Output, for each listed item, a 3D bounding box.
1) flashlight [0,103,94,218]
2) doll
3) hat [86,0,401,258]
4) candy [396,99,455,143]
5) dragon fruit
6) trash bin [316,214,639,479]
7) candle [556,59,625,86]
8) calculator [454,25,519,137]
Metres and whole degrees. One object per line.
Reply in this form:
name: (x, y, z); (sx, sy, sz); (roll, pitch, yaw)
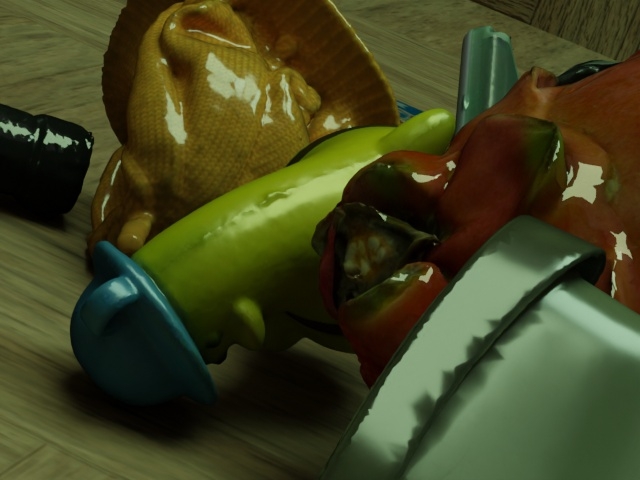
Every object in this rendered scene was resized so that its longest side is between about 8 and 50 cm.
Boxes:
flashlight: (-0.269, -0.081, 1.173); (0.232, 0.093, 0.093); (16, 17, -20)
doll: (0.000, 0.000, 1.027); (0.363, 0.199, 0.145); (-17, 54, -46)
hat: (-0.082, -0.052, 1.142); (0.233, 0.244, 0.233); (16, 29, 11)
candy: (0.024, -0.053, 1.421); (0.157, 0.100, 0.306); (23, 15, 10)
dragon fruit: (0.127, 0.058, 0.900); (0.226, 0.305, 0.305); (-18, 20, 0)
trash bin: (0.107, 0.148, 0.649); (0.250, 0.220, 0.219); (29, 55, 3)
candle: (0.294, 0.006, 1.397); (0.187, 0.330, 0.187); (-13, -12, -3)
calculator: (0.147, -0.070, 1.455); (0.045, 0.141, 0.246); (-7, 46, 15)
